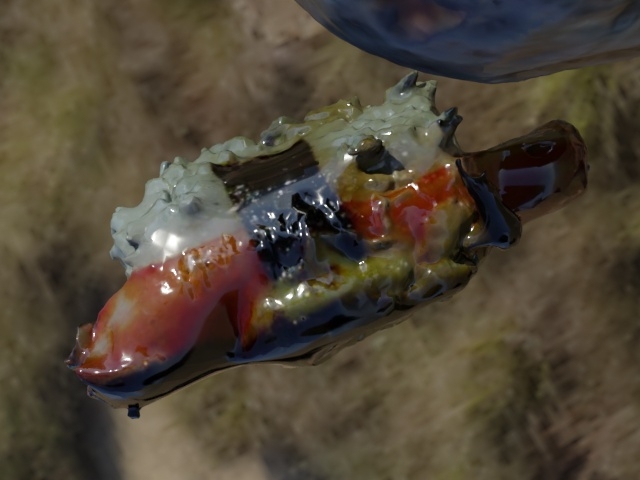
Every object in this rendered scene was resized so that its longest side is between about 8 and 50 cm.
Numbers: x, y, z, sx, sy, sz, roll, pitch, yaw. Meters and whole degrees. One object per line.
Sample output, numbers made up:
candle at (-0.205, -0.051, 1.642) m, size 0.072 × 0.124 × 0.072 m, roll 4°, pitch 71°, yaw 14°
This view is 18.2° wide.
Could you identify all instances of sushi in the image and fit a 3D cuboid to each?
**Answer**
sushi at (-0.001, -0.004, 0.809) m, size 0.097 × 0.226 × 0.103 m, roll 112°, pitch 139°, yaw -85°

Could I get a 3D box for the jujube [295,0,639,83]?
jujube at (0.106, -0.184, 0.663) m, size 0.215 × 0.308 × 0.246 m, roll 49°, pitch 178°, yaw 10°
